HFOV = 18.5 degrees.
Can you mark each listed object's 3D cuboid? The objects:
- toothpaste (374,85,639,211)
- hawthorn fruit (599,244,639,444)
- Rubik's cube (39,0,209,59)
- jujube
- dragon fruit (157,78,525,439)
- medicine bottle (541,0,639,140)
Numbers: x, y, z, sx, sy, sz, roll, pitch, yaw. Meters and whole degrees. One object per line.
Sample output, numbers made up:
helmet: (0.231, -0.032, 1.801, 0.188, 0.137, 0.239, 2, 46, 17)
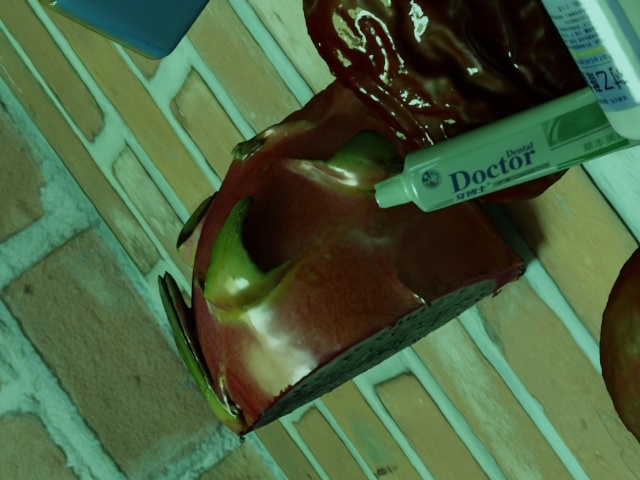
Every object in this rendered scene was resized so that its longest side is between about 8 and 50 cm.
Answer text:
toothpaste: (0.139, -0.064, 1.292, 0.041, 0.218, 0.064, -91, -21, -58)
hawthorn fruit: (0.267, 0.059, 1.224, 0.181, 0.181, 0.235, 48, 162, 21)
Rubik's cube: (-0.186, -0.367, 1.137, 0.346, 0.347, 0.344, 41, -169, 34)
jujube: (0.091, -0.133, 1.366, 0.230, 0.155, 0.155, 48, 165, -15)
dragon fruit: (0.000, 0.000, 1.645, 0.225, 0.305, 0.305, 60, 164, 7)
medicine bottle: (0.198, -0.126, 1.162, 0.186, 0.103, 0.103, 59, 163, -13)
